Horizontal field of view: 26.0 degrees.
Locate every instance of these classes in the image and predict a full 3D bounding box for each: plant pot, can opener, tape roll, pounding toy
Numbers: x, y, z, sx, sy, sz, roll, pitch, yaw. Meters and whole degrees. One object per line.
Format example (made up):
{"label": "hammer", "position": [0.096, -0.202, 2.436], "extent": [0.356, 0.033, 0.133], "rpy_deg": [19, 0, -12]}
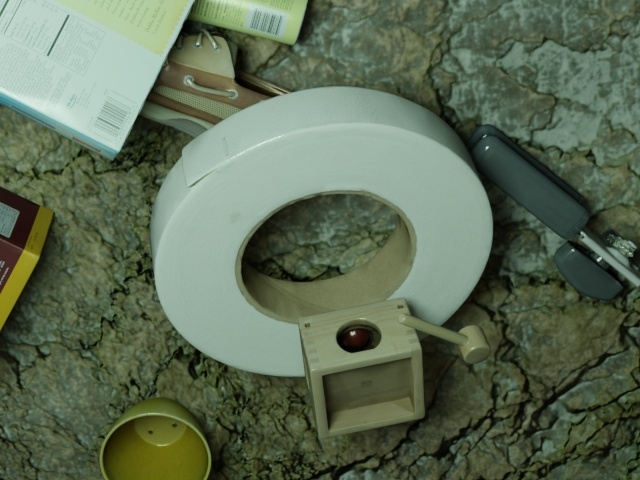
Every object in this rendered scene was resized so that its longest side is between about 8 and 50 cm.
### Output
{"label": "plant pot", "position": [-0.201, 0.247, 1.719], "extent": [0.134, 0.095, 0.134], "rpy_deg": [-1, 115, -2]}
{"label": "can opener", "position": [0.275, -0.024, 1.633], "extent": [0.280, 0.074, 0.093], "rpy_deg": [41, 107, -18]}
{"label": "tape roll", "position": [0.000, 0.000, 1.563], "extent": [0.392, 0.072, 0.392], "rpy_deg": [-7, 134, -7]}
{"label": "pounding toy", "position": [0.083, 0.117, 1.579], "extent": [0.206, 0.094, 0.181], "rpy_deg": [-11, 135, -5]}

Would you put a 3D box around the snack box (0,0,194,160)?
{"label": "snack box", "position": [-0.224, -0.267, 1.423], "extent": [0.187, 0.060, 0.322], "rpy_deg": [27, 78, -11]}

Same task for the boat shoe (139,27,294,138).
{"label": "boat shoe", "position": [-0.139, -0.181, 1.529], "extent": [0.324, 0.123, 0.116], "rpy_deg": [28, 106, -24]}

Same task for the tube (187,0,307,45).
{"label": "tube", "position": [-0.134, -0.276, 1.517], "extent": [0.240, 0.070, 0.062], "rpy_deg": [15, 145, -6]}

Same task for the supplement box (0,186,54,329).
{"label": "supplement box", "position": [-0.441, 0.026, 1.592], "extent": [0.194, 0.129, 0.191], "rpy_deg": [27, 110, -14]}
